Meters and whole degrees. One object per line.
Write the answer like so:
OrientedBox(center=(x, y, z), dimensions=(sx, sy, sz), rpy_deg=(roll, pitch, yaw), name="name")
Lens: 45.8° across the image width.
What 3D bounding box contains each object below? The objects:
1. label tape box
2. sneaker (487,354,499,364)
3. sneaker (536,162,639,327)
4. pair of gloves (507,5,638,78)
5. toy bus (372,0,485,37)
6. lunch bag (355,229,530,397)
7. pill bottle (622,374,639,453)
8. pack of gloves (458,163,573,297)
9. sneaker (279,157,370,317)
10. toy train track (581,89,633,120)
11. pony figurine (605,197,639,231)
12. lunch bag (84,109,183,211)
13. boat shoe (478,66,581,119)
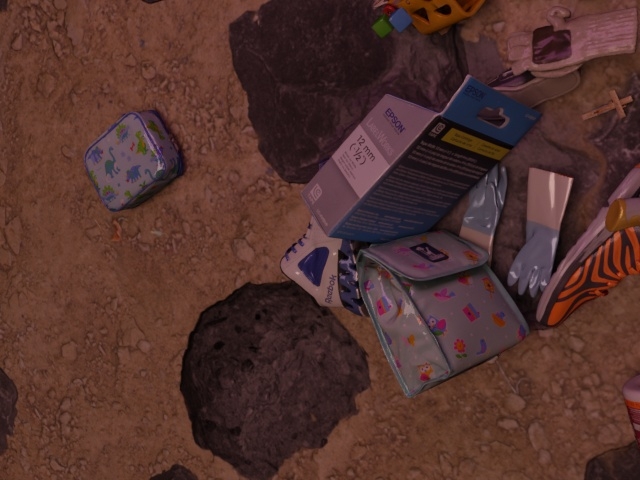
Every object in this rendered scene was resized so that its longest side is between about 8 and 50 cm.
OrientedBox(center=(0.170, -0.144, 1.283), dimensions=(0.348, 0.249, 0.115), rpy_deg=(-49, 57, 26), name="label tape box")
OrientedBox(center=(0.300, 0.192, 1.418), dimensions=(0.083, 0.032, 0.037), rpy_deg=(42, 100, 13), name="sneaker")
OrientedBox(center=(0.496, 0.048, 1.222), dimensions=(0.180, 0.124, 0.321), rpy_deg=(38, 116, 18), name="sneaker")
OrientedBox(center=(0.395, -0.377, 1.208), dimensions=(0.204, 0.042, 0.240), rpy_deg=(-10, 73, 32), name="pair of gloves")
OrientedBox(center=(0.193, -0.407, 1.304), dimensions=(0.191, 0.202, 0.104), rpy_deg=(-37, 112, 23), name="toy bus")
OrientedBox(center=(0.201, 0.105, 1.320), dimensions=(0.160, 0.223, 0.262), rpy_deg=(-46, 65, 49), name="lunch bag")
OrientedBox(center=(0.581, 0.331, 1.234), dimensions=(0.121, 0.121, 0.221), rpy_deg=(-15, 92, 30), name="pill bottle")
OrientedBox(center=(0.342, -0.025, 1.348), dimensions=(0.195, 0.046, 0.232), rpy_deg=(23, 113, 39), name="pack of gloves")
OrientedBox(center=(0.000, 0.001, 1.484), dimensions=(0.182, 0.127, 0.316), rpy_deg=(-4, 100, 27), name="sneaker")
OrientedBox(center=(0.472, -0.219, 1.246), dimensions=(0.083, 0.014, 0.048), rpy_deg=(-21, 97, 36), name="toy train track")
OrientedBox(center=(0.630, -0.094, 1.028), dimensions=(0.363, 0.303, 0.351), rpy_deg=(8, 127, -6), name="pony figurine")
OrientedBox(center=(-0.421, -0.181, 1.701), dimensions=(0.219, 0.090, 0.176), rpy_deg=(-33, 85, 30), name="lunch bag")
OrientedBox(center=(0.341, -0.265, 1.293), dimensions=(0.206, 0.075, 0.065), rpy_deg=(-15, 50, 36), name="boat shoe")
